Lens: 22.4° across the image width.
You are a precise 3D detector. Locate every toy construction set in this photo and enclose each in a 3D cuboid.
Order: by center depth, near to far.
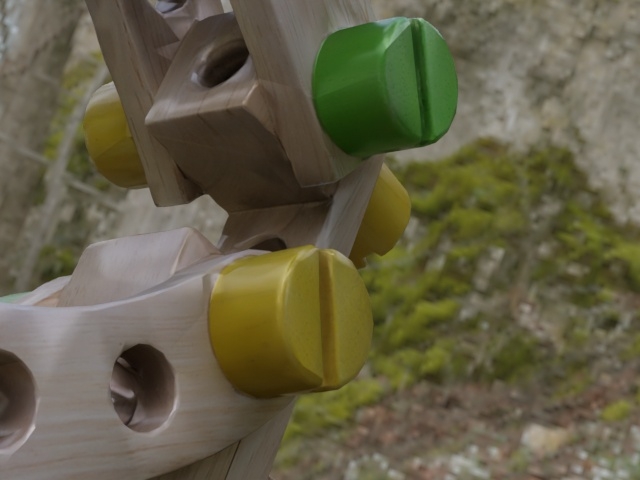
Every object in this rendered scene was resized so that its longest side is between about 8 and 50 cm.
[{"bbox_3d":[0.000,0.000,0.411,0.309,0.257,0.237,-29,-60,21],"label":"toy construction set"}]
